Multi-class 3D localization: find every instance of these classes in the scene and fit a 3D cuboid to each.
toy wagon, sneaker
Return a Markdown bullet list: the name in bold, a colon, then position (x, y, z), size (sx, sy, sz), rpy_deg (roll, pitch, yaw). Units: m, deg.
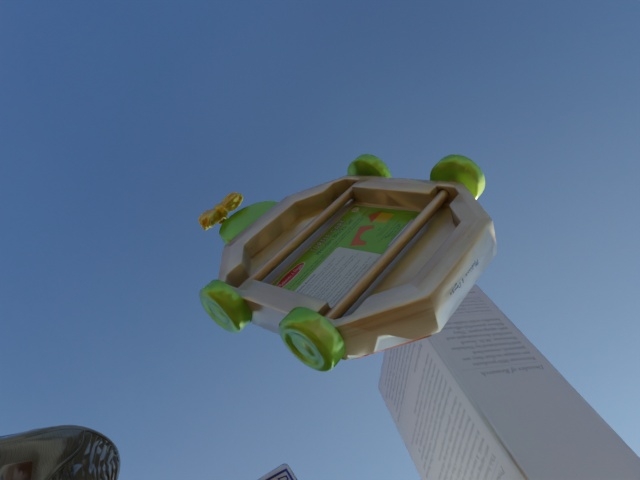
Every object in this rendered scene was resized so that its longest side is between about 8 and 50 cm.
- **toy wagon**: position (0.000, 0.000, 0.536), size (0.344, 0.267, 0.068), rpy_deg (10, -48, 44)
- **sneaker**: position (-0.307, 0.216, 0.473), size (0.118, 0.222, 0.083), rpy_deg (-11, -113, 28)

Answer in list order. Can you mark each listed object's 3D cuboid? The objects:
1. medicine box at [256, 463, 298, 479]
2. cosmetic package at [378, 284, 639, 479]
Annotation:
- **medicine box**: position (-0.087, 0.437, 0.514), size (0.289, 0.263, 0.149), rpy_deg (-19, -46, -29)
- **cosmetic package**: position (0.243, 0.276, 0.722), size (0.162, 0.453, 0.230), rpy_deg (-2, -61, -14)
